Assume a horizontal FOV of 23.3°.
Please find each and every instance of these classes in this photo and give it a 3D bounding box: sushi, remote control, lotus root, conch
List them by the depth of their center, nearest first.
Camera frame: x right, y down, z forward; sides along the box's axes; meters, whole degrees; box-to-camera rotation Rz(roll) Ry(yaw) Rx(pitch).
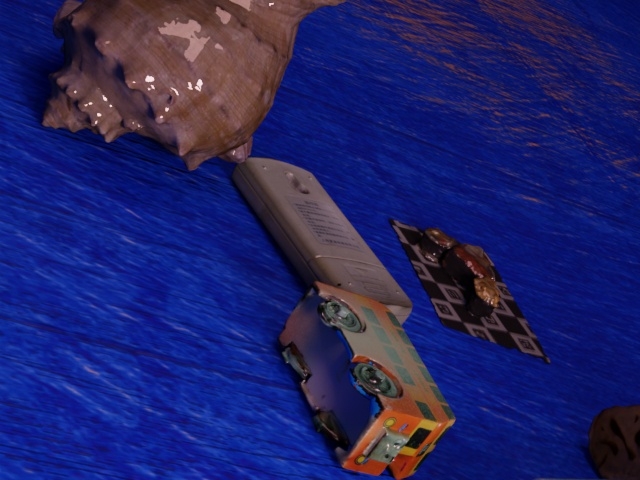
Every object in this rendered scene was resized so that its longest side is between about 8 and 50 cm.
[{"bbox_3d":[0.323,0.209,1.408,0.135,0.095,0.159,13,35,-44],"label":"lotus root"},{"bbox_3d":[0.000,0.000,1.481,0.098,0.038,0.233,12,30,-39],"label":"remote control"},{"bbox_3d":[-0.126,-0.179,1.493,0.324,0.186,0.263,-15,33,-26],"label":"conch"},{"bbox_3d":[0.161,0.039,1.608,0.139,0.031,0.201,19,27,-29],"label":"sushi"}]

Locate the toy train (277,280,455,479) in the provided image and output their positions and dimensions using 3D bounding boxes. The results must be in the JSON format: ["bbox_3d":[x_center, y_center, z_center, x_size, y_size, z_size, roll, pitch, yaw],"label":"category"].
[{"bbox_3d":[0.034,0.110,1.266,0.099,0.072,0.188,15,29,-32],"label":"toy train"}]

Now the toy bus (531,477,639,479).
[{"bbox_3d":[0.244,0.253,1.192,0.234,0.116,0.133,8,31,-40],"label":"toy bus"}]
